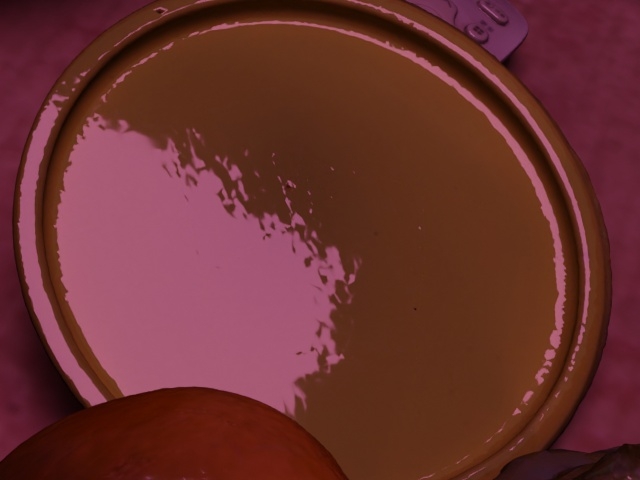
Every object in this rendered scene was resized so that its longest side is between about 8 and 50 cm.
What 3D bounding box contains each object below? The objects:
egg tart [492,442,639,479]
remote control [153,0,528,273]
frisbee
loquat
[{"bbox_3d":[0.125,0.130,0.617,0.197,0.078,0.197,7,44,-7],"label":"egg tart"},{"bbox_3d":[0.009,-0.055,0.790,0.073,0.044,0.229,38,48,8],"label":"remote control"},{"bbox_3d":[0.000,0.000,0.710,0.236,0.017,0.236,7,63,-14],"label":"frisbee"},{"bbox_3d":[-0.050,0.112,0.563,0.141,0.141,0.141,6,47,-6],"label":"loquat"}]
